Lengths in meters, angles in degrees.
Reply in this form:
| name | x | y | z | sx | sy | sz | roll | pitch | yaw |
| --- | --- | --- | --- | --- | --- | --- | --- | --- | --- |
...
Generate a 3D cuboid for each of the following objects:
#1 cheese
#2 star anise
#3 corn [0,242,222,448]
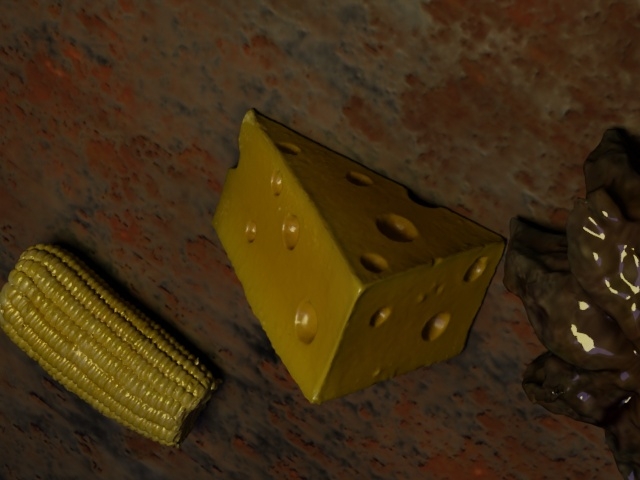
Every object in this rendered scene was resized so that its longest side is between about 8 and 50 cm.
| name | x | y | z | sx | sy | sz | roll | pitch | yaw |
| --- | --- | --- | --- | --- | --- | --- | --- | --- | --- |
| cheese | 0.000 | 0.000 | 0.893 | 0.171 | 0.126 | 0.093 | 41 | 130 | 32 |
| star anise | 0.201 | 0.056 | 0.781 | 0.236 | 0.109 | 0.223 | 2 | 111 | 32 |
| corn | -0.149 | 0.074 | 1.021 | 0.165 | 0.063 | 0.085 | 35 | 103 | 7 |
